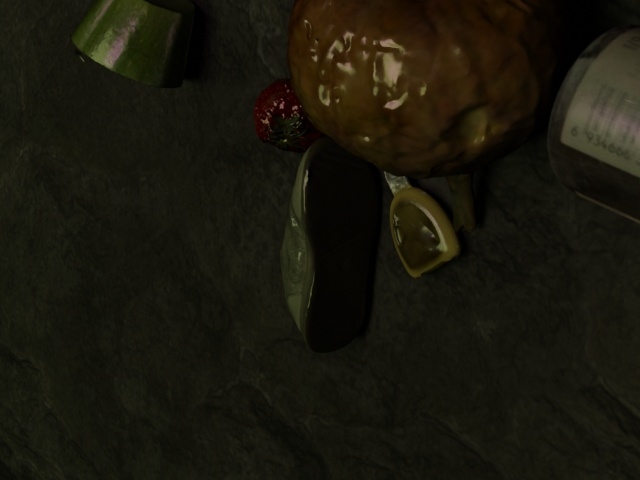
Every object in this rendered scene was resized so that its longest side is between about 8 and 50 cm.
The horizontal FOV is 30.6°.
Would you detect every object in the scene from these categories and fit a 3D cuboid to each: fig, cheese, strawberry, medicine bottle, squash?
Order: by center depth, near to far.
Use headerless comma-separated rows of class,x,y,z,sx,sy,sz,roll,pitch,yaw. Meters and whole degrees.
medicine bottle,0.343,-0.070,0.984,0.273,0.165,0.165,31,122,38
fig,0.115,-0.138,1.194,0.286,0.286,0.369,39,150,36
cheese,0.105,-0.042,1.361,0.086,0.036,0.163,-34,75,47
strawberry,-0.034,-0.159,1.451,0.106,0.106,0.106,17,113,46
squash,-0.251,-0.288,1.616,0.170,0.170,0.123,42,118,33

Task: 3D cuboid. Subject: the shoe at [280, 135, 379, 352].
shoe,0.000,0.000,1.449,0.098,0.103,0.275,35,125,52
